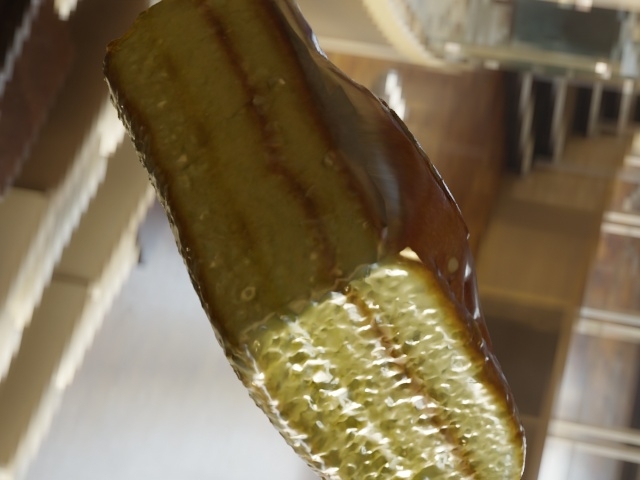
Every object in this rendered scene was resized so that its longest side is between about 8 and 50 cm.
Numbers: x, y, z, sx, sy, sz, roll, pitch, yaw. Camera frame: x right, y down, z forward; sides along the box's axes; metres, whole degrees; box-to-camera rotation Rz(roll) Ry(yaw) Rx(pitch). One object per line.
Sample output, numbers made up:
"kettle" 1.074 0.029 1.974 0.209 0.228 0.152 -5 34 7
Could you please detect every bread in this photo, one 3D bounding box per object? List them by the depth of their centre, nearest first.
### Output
"bread" 0.000 0.000 0.849 0.184 0.111 0.234 59 1 -44
